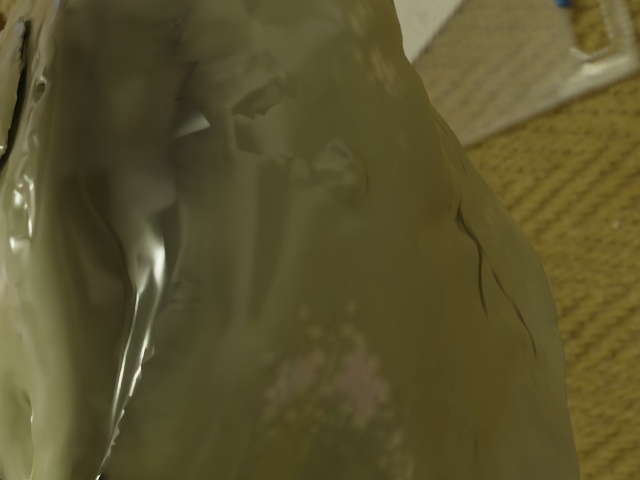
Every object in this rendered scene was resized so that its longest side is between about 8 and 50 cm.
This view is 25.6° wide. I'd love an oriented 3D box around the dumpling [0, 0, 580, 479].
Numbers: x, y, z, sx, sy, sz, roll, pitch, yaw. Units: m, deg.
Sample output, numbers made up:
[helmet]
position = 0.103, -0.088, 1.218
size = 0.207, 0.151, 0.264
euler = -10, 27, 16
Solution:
[dumpling]
position = 0.000, 0.000, 0.471
size = 0.187, 0.243, 0.318
euler = -38, 43, 54
